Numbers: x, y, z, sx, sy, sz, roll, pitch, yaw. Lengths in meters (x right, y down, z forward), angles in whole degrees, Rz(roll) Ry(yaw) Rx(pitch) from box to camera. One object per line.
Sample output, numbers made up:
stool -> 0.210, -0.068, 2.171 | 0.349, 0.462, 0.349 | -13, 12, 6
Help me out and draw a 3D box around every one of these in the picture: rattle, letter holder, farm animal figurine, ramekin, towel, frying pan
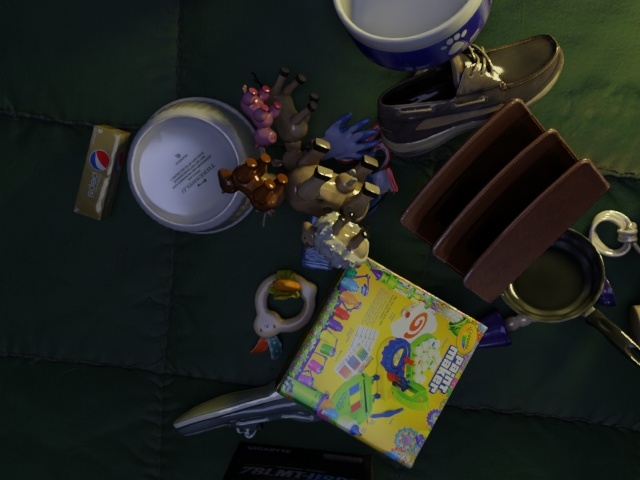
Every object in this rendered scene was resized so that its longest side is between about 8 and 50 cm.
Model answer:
rattle -> -0.085, 0.164, 1.413 | 0.130, 0.143, 0.199 | 30, 96, -20
letter holder -> 0.319, -0.070, 1.268 | 0.302, 0.152, 0.214 | -47, 136, 11
farm animal figurine -> -0.040, -0.120, 1.293 | 0.327, 0.330, 0.172 | 30, 135, -11
ramekin -> -0.244, -0.139, 1.371 | 0.273, 0.127, 0.272 | 1, 100, 5
towel -> 0.000, 0.000, 1.425 | 0.067, 0.029, 0.119 | 10, 102, 3
frying pan -> 0.484, 0.089, 1.322 | 0.326, 0.053, 0.197 | 26, 76, 25

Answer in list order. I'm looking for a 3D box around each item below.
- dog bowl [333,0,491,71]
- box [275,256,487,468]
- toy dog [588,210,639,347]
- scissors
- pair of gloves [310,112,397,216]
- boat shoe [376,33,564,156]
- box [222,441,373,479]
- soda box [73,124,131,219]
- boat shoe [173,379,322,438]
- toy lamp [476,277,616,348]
dog bowl -> 0.159, -0.432, 1.232 | 0.265, 0.104, 0.264 | -6, 72, 18
box -> 0.106, 0.216, 1.343 | 0.279, 0.177, 0.289 | 31, 84, -1
toy dog -> 0.659, 0.070, 1.308 | 0.220, 0.161, 0.333 | -25, 98, 6
scissors -> 0.147, -0.231, 1.375 | 0.297, 0.021, 0.109 | -43, 92, 10
pair of gloves -> 0.066, -0.139, 1.356 | 0.159, 0.023, 0.198 | -16, 103, 45
boat shoe -> 0.263, -0.274, 1.267 | 0.356, 0.132, 0.130 | -28, 141, 4
box -> -0.046, 0.501, 1.391 | 0.296, 0.293, 0.073 | 6, 103, 5
soda box -> -0.435, -0.136, 1.422 | 0.058, 0.061, 0.181 | 17, 102, 1
boat shoe -> -0.143, 0.362, 1.465 | 0.320, 0.116, 0.099 | -17, 95, 3
toy lamp -> 0.426, 0.141, 1.388 | 0.275, 0.080, 0.080 | -23, 98, 9
